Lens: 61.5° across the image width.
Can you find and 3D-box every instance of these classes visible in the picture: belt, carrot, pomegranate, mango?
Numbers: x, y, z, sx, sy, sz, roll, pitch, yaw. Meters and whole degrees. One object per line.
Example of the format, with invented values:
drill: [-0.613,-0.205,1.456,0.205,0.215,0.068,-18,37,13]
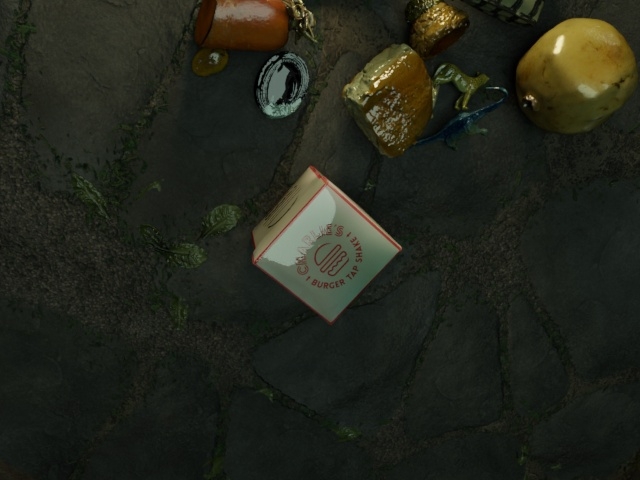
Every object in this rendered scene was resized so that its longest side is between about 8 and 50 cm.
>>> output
belt: [-0.115,-0.452,1.579,0.151,0.078,0.199,23,100,-20]
carrot: [-0.171,-0.617,1.450,0.330,0.193,0.214,2,149,-12]
pomegranate: [0.743,-0.478,1.592,0.332,0.332,0.333,-3,108,-8]
mango: [-0.317,-0.514,1.539,0.114,0.057,0.079,-30,114,10]

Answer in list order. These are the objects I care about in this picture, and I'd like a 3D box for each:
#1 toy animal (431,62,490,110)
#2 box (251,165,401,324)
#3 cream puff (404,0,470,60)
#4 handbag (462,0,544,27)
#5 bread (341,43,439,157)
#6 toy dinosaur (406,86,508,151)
toy animal: [0.417,-0.496,1.665,0.181,0.073,0.136,31,93,-5]
box: [0.000,0.000,1.628,0.312,0.300,0.314,40,97,-19]
cream puff: [0.321,-0.642,1.561,0.183,0.183,0.169,-32,85,2]
handbag: [0.511,-0.801,1.492,0.326,0.162,0.326,6,109,-31]
bread: [0.216,-0.410,1.571,0.279,0.225,0.250,-42,116,-5]
toy dinosaur: [0.433,-0.348,1.661,0.147,0.362,0.077,6,66,-46]
